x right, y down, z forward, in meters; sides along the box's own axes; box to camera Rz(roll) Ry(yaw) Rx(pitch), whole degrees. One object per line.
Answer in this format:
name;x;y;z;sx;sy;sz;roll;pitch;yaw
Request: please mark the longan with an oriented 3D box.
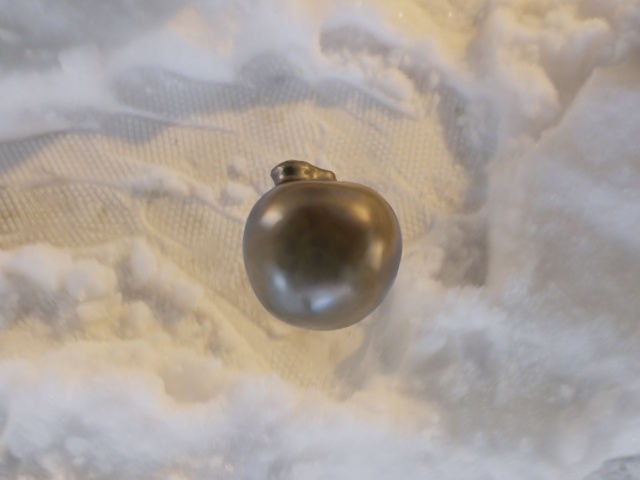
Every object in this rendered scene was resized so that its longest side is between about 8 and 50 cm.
longan;0.000;0.000;0.668;0.106;0.106;0.119;-13;66;-8
